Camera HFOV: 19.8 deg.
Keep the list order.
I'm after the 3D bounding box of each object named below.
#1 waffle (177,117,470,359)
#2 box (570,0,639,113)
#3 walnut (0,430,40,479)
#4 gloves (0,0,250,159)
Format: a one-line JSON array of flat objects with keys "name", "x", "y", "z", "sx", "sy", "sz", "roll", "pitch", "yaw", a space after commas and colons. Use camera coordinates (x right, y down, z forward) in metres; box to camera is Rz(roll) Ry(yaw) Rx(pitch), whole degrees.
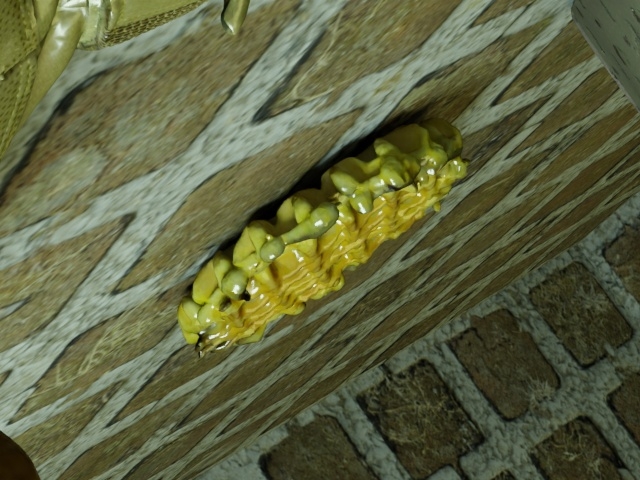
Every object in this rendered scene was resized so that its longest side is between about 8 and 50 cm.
[{"name": "waffle", "x": 0.005, "y": -0.005, "z": 1.611, "sx": 0.329, "sy": 0.062, "sz": 0.329, "roll": -34, "pitch": 169, "yaw": -8}, {"name": "box", "x": 0.342, "y": -0.212, "z": 1.441, "sx": 0.225, "sy": 0.190, "sz": 0.297, "roll": -34, "pitch": 170, "yaw": -2}, {"name": "walnut", "x": -0.303, "y": 0.208, "z": 0.843, "sx": 0.398, "sy": 0.308, "sz": 0.354, "roll": -35, "pitch": -156, "yaw": -4}, {"name": "gloves", "x": -0.169, "y": -0.041, "z": 0.606, "sx": 0.331, "sy": 0.141, "sz": 0.154, "roll": -43, "pitch": -161, "yaw": -18}]
